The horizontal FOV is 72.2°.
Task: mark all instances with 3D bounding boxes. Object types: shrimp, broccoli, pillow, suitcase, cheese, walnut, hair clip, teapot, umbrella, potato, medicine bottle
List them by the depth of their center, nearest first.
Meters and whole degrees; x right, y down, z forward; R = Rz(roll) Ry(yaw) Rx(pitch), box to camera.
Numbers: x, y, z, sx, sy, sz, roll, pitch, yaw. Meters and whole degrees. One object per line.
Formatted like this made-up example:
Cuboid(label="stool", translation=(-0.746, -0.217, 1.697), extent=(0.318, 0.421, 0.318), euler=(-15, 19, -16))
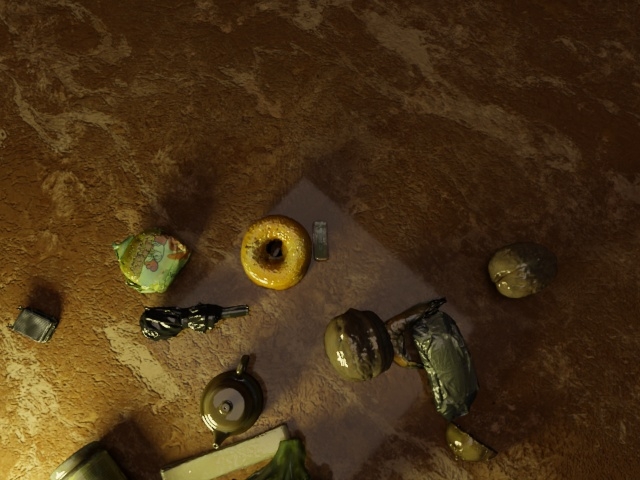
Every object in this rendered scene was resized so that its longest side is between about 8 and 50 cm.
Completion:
Cuboid(label="medicine bottle", translation=(-0.610, 0.747, 1.248), extent=(0.151, 0.151, 0.322), euler=(-41, 81, -9))
Cuboid(label="broccoli", translation=(-0.108, 0.707, 1.251), extent=(0.248, 0.245, 0.288), euler=(-30, 116, 29))
Cuboid(label="teapot", translation=(-0.262, 0.472, 1.304), extent=(0.185, 0.175, 0.268), euler=(16, 78, 0))
Cuboid(label="potato", translation=(0.451, 0.636, 1.319), extent=(0.172, 0.100, 0.089), euler=(35, 84, 4))
Cuboid(label="cheese", translation=(-0.284, 0.665, 1.333), extent=(0.400, 0.034, 0.085), euler=(-18, 83, -4))
Cuboid(label="walnut", translation=(0.115, 0.316, 1.335), extent=(0.224, 0.224, 0.224), euler=(0, 78, -1))
Cuboid(label="pillow", translation=(0.390, 0.389, 1.354), extent=(0.161, 0.092, 0.335), euler=(-20, 93, -5))
Cuboid(label="suitcase", translation=(-0.910, 0.268, 1.396), extent=(0.126, 0.059, 0.086), euler=(23, 80, 4))
Cuboid(label="umbrella", translation=(-0.398, 0.244, 1.397), extent=(0.340, 0.118, 0.118), euler=(-8, 78, -9))
Cuboid(label="walnut", translation=(0.656, 0.088, 1.411), extent=(0.230, 0.178, 0.178), euler=(-16, 78, -10))
Cuboid(label="shrimp", translation=(0.330, 0.306, 1.418), extent=(0.262, 0.051, 0.198), euler=(-32, 87, -5))
Cuboid(label="hair clip", translation=(0.000, 0.000, 1.488), extent=(0.054, 0.022, 0.137), euler=(-3, 77, -2))

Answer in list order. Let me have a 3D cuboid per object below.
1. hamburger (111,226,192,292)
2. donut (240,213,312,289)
Cuboid(label="hamburger", translation=(-0.559, 0.052, 1.413), extent=(0.235, 0.125, 0.214), euler=(36, 69, -7))
Cuboid(label="donut", translation=(-0.146, 0.038, 1.438), extent=(0.253, 0.118, 0.253), euler=(0, 92, 2))
